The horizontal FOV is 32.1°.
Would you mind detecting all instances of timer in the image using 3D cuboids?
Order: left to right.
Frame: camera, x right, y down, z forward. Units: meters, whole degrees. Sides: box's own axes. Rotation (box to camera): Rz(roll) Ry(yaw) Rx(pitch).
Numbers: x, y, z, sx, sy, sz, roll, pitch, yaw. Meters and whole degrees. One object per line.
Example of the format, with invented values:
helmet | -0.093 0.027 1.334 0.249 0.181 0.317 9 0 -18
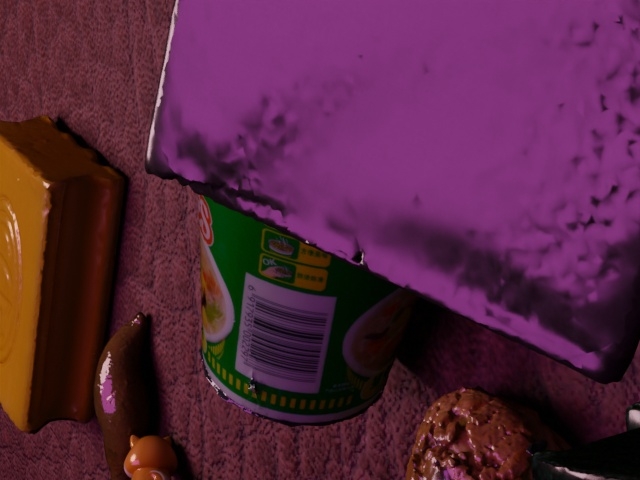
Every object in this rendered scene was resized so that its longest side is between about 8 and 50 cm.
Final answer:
timer | -0.169 0.264 1.112 0.132 0.132 0.152 -53 33 43

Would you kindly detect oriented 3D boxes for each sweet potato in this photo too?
sweet potato | -0.210 0.200 1.185 0.069 0.060 0.249 -108 19 -73

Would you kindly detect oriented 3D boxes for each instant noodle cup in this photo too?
instant noodle cup | 0.000 0.000 0.776 0.207 0.207 0.232 43 134 41

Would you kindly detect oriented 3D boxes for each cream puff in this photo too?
cream puff | 0.108 0.160 0.724 0.119 0.104 0.133 -24 82 60

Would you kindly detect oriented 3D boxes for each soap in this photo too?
soap | -0.325 0.038 1.277 0.204 0.096 0.324 35 123 44

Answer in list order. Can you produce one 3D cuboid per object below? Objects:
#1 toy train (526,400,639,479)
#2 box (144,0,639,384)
toy train | 0.200 0.219 0.547 0.139 0.178 0.330 -3 92 53
box | 0.100 -0.160 0.511 0.251 0.204 0.345 24 113 22
